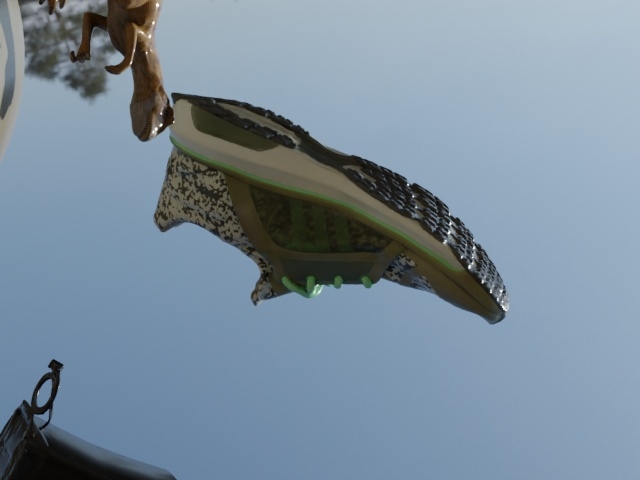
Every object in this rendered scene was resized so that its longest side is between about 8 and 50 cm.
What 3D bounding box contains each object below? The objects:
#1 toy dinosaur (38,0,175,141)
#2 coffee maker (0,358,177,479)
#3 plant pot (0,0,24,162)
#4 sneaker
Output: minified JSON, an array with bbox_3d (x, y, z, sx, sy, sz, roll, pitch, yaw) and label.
[{"bbox_3d":[-0.107,-0.166,0.528,0.112,0.212,0.064,-5,-153,-42],"label":"toy dinosaur"},{"bbox_3d":[-0.222,0.236,0.886,0.171,0.178,0.120,-51,-151,16],"label":"coffee maker"},{"bbox_3d":[-0.302,-0.134,0.565,0.284,0.284,0.191,-10,-154,10],"label":"plant pot"},{"bbox_3d":[0.000,0.000,0.976,0.410,0.182,0.158,29,-161,8],"label":"sneaker"}]
